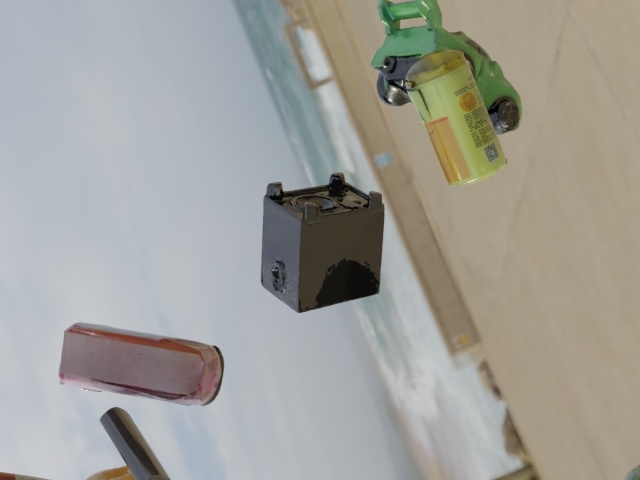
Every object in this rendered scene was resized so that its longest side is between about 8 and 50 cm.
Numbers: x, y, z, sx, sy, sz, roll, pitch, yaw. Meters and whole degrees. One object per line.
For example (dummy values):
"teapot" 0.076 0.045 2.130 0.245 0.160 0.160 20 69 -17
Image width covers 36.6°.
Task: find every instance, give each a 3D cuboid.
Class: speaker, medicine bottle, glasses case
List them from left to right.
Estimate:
"glasses case" -0.354 0.402 1.865 0.190 0.042 0.072 47 -174 35
"speaker" 0.000 0.000 2.174 0.184 0.232 0.254 31 126 51
"medicine bottle" 0.238 -0.221 1.729 0.124 0.124 0.239 -109 -7 -80

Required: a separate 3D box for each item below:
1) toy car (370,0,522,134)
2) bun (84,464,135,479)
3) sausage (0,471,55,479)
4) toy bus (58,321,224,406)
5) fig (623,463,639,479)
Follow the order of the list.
"toy car" 0.260 -0.340 1.977 0.358 0.176 0.213 25 169 -34
"bun" -0.432 0.621 2.299 0.299 0.298 0.165 67 -138 -62
"sausage" -0.571 0.485 1.929 0.223 0.029 0.029 26 -147 -45
"toy bus" -0.338 0.236 1.828 0.147 0.302 0.128 84 -165 -81
"fig" 0.716 0.612 2.052 0.233 0.314 0.233 31 -171 -5
